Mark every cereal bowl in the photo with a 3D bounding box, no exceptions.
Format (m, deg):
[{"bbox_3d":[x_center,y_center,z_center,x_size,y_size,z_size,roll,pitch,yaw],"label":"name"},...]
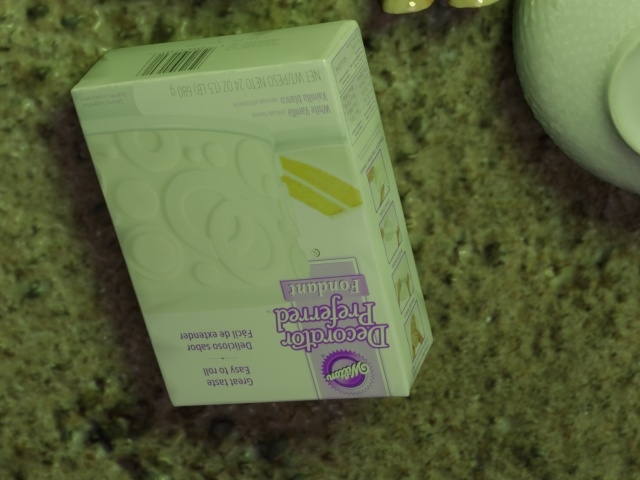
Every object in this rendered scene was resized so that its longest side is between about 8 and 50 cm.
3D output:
[{"bbox_3d":[0.332,-0.163,1.401,0.339,0.141,0.339,6,127,8],"label":"cereal bowl"}]

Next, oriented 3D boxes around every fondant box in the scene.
[{"bbox_3d":[-0.054,-0.016,1.432,0.238,0.096,0.330,-5,118,21],"label":"fondant box"}]

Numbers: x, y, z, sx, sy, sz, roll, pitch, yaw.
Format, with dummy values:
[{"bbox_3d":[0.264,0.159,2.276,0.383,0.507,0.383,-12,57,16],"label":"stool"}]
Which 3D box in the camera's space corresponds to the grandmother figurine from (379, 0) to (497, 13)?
[{"bbox_3d":[0.074,-0.367,1.353,0.208,0.104,0.342,-6,113,4],"label":"grandmother figurine"}]
